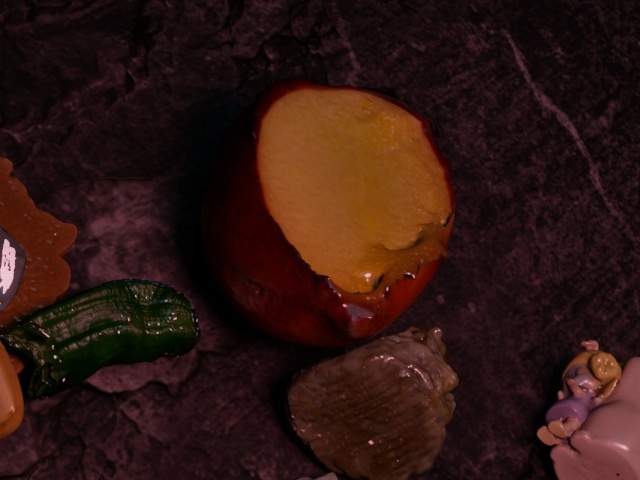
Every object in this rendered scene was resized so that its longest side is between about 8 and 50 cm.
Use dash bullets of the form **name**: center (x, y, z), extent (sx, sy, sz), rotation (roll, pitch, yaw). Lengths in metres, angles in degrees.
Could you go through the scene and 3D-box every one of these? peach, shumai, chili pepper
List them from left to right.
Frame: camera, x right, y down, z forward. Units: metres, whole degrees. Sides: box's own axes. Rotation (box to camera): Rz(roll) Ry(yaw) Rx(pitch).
- **chili pepper**: center (-0.220, 0.092, 1.755), extent (0.224, 0.061, 0.098), rotation (-12, 96, -40)
- **peach**: center (0.000, 0.000, 1.859), extent (0.258, 0.201, 0.361), rotation (16, 42, -19)
- **shumai**: center (0.054, 0.150, 1.852), extent (0.184, 0.184, 0.142), rotation (29, 25, -12)

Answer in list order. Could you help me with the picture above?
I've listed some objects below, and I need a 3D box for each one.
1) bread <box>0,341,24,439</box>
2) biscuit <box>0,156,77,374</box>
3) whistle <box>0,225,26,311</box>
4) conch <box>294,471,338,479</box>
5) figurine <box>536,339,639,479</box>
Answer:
- **bread**: center (-0.322, 0.137, 1.670), extent (0.115, 0.082, 0.056), rotation (60, 9, 16)
- **biscuit**: center (-0.320, 0.026, 1.766), extent (0.162, 0.035, 0.250), rotation (4, 58, -22)
- **whistle**: center (-0.431, -0.033, 1.644), extent (0.348, 0.189, 0.189), rotation (23, 51, -18)
- **conch**: center (-0.043, 0.284, 1.753), extent (0.180, 0.088, 0.065), rotation (-49, 134, -49)
- **figurine**: center (0.343, 0.187, 2.013), extent (0.155, 0.127, 0.235), rotation (32, 43, 4)
